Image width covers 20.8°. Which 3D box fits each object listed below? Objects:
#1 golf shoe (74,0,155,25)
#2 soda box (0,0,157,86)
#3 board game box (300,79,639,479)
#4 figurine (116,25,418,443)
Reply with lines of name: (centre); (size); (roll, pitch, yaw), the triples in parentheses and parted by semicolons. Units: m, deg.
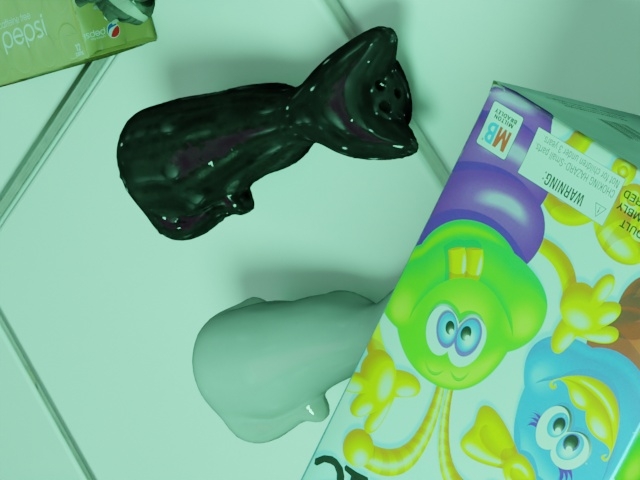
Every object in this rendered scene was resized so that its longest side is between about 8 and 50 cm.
golf shoe: (-0.152, -0.258, 1.057); (0.120, 0.105, 0.273); (-41, 70, 16)
soda box: (-0.188, -0.142, 1.164); (0.181, 0.058, 0.061); (-7, 101, 51)
board game box: (0.106, 0.089, 0.788); (0.142, 0.144, 0.275); (37, 110, 36)
figurine: (0.000, 0.000, 0.996); (0.209, 0.092, 0.214); (-16, 95, 47)
